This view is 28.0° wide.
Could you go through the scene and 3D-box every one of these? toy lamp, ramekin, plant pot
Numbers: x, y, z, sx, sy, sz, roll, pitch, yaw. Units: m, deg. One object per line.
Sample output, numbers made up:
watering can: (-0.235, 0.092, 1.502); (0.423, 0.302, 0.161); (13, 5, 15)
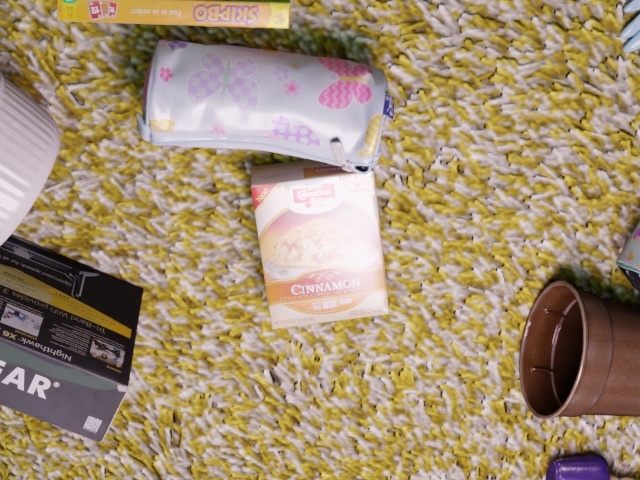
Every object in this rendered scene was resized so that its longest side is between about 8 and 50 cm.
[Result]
toy lamp: (0.432, 0.326, 1.679); (0.275, 0.080, 0.080); (7, 113, -9)
ramekin: (-0.372, -0.078, 1.383); (0.109, 0.207, 0.207); (34, 108, -26)
plant pot: (0.351, 0.142, 1.555); (0.165, 0.167, 0.167); (9, 113, -17)

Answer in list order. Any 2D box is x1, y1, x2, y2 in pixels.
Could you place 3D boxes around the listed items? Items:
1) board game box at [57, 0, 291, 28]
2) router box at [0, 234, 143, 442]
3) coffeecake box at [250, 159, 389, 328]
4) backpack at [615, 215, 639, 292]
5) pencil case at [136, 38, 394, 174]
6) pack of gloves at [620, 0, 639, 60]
board game box: (-0.163, -0.258, 1.354); (0.259, 0.124, 0.039); (4, 115, -5)
router box: (-0.358, 0.078, 1.427); (0.309, 0.243, 0.081); (24, 110, -13)
coffeecake box: (0.000, 0.000, 1.510); (0.142, 0.068, 0.185); (-7, 114, 1)
backpack: (0.450, 0.031, 1.502); (0.188, 0.166, 0.144); (21, 96, -14)
pencil case: (-0.061, -0.146, 1.414); (0.273, 0.113, 0.124); (8, 81, -6)
pack of gloves: (0.468, -0.238, 1.447); (0.232, 0.046, 0.195); (-36, 112, 12)
